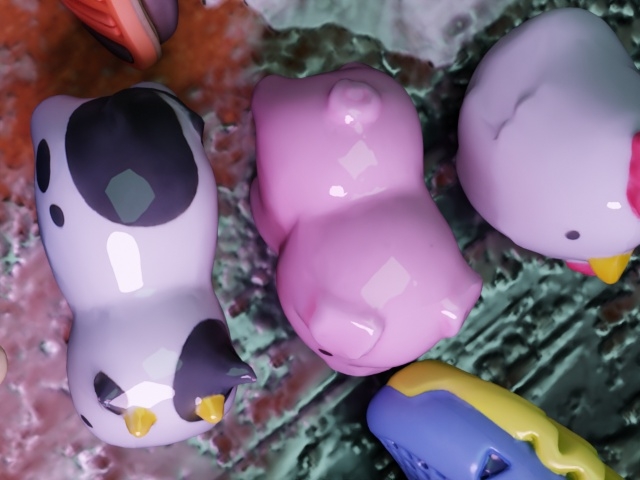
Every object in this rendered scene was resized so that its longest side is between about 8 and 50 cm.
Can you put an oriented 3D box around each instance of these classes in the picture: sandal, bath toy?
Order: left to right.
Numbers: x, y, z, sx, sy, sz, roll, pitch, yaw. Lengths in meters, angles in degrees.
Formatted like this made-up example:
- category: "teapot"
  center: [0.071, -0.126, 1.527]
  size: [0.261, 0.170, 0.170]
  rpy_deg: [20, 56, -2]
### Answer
- category: "bath toy"
  center: [0.000, 0.000, 0.601]
  size: [0.348, 0.129, 0.151]
  rpy_deg: [-14, 118, -15]
- category: "sandal"
  center: [0.112, 0.195, 0.650]
  size: [0.138, 0.126, 0.317]
  rpy_deg: [-36, 100, -7]

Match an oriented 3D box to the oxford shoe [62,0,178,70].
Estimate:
- category: "oxford shoe"
  center: [-0.088, -0.193, 0.554]
  size: [0.098, 0.097, 0.271]
  rpy_deg: [-30, 129, -22]
